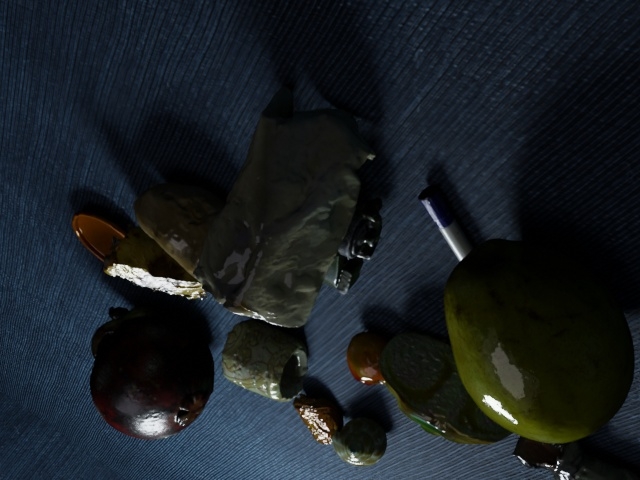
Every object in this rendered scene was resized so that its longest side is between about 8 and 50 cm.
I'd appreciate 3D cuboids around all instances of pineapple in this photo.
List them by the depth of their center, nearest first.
[{"bbox_3d":[-0.313,0.026,1.836,0.233,0.135,0.079,21,135,-32],"label":"pineapple"}]

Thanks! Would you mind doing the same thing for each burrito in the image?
[{"bbox_3d":[-0.060,-0.046,1.366,0.190,0.135,0.332,31,114,21],"label":"burrito"}]

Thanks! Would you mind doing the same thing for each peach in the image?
[{"bbox_3d":[0.098,0.219,1.749,0.101,0.100,0.100,24,147,17],"label":"peach"}]

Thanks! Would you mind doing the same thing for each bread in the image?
[{"bbox_3d":[0.225,0.284,1.659,0.261,0.158,0.156,23,150,23],"label":"bread"}]

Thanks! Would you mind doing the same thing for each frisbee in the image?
[{"bbox_3d":[-0.447,0.000,2.007,0.192,0.035,0.192,25,148,17],"label":"frisbee"}]

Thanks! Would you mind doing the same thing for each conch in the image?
[{"bbox_3d":[0.087,0.444,2.042,0.116,0.106,0.173,13,148,-15],"label":"conch"}]

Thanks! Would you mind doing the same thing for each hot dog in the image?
[{"bbox_3d":[-0.006,0.393,2.105,0.099,0.065,0.147,1,131,43],"label":"hot dog"}]

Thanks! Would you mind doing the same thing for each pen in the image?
[{"bbox_3d":[0.224,0.023,1.421,0.033,0.033,0.269,-3,133,45],"label":"pen"}]

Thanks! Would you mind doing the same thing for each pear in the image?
[{"bbox_3d":[0.302,0.139,1.311,0.253,0.253,0.307,-7,118,47],"label":"pear"}]

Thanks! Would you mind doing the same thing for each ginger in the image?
[{"bbox_3d":[-0.225,-0.021,1.684,0.267,0.138,0.152,34,165,24],"label":"ginger"}]

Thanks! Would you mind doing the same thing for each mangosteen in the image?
[{"bbox_3d":[-0.388,0.300,2.140,0.311,0.311,0.311,24,147,17],"label":"mangosteen"}]

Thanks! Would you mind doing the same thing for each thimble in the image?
[{"bbox_3d":[-0.111,0.254,1.950,0.143,0.137,0.190,18,160,21],"label":"thimble"}]

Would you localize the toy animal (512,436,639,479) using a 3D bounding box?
[{"bbox_3d":[0.513,0.448,1.664,0.343,0.106,0.168,40,156,2],"label":"toy animal"}]

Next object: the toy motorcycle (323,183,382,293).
[{"bbox_3d":[0.000,0.000,1.521,0.205,0.127,0.275,21,140,18],"label":"toy motorcycle"}]
